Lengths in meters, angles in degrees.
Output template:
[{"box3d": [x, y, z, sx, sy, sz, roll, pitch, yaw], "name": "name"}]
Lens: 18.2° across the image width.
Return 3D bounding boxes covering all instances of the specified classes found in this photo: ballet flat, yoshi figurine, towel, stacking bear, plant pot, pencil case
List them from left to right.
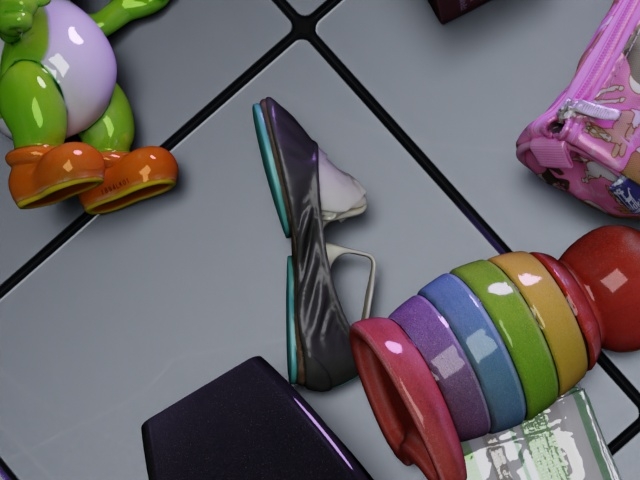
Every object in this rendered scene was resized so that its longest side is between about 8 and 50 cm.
[{"box3d": [-0.229, -0.219, 1.890, 0.203, 0.203, 0.362, -12, 78, -12], "name": "yoshi figurine"}, {"box3d": [-0.058, 0.216, 1.809, 0.188, 0.187, 0.167, -30, 68, 2], "name": "plant pot"}, {"box3d": [0.000, 0.000, 1.878, 0.096, 0.095, 0.281, -8, 91, -5], "name": "ballet flat"}, {"box3d": [0.187, 0.084, 1.807, 0.289, 0.175, 0.164, -26, 107, -11], "name": "stacking bear"}, {"box3d": [0.194, 0.211, 1.854, 0.152, 0.023, 0.113, -22, 79, 3], "name": "towel"}, {"box3d": [0.332, -0.206, 1.825, 0.160, 0.167, 0.386, 30, 85, 0], "name": "pencil case"}]

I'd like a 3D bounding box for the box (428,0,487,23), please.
[{"box3d": [0.076, -0.413, 1.876, 0.143, 0.191, 0.381, -30, 79, 1], "name": "box"}]
